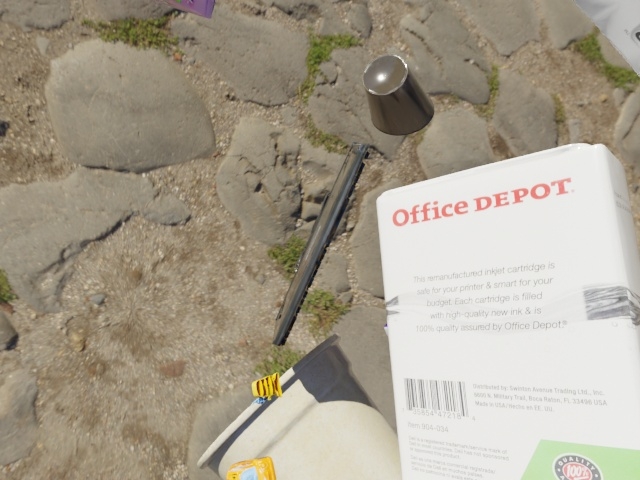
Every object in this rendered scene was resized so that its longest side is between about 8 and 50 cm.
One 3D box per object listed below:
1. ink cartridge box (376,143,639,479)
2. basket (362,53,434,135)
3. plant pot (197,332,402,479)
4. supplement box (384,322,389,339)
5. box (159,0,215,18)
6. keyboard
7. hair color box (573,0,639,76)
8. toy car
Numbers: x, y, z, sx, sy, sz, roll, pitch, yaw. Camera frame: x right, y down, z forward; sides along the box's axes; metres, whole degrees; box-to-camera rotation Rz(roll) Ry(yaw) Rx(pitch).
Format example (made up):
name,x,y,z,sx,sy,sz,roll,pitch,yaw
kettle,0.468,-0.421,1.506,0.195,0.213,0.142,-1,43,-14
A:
name,x,y,z,sx,sy,sz,roll,pitch,yaw
ink cartridge box,0.168,0.078,0.409,0.114,0.198,0.273,5,78,-48
basket,0.216,-0.430,1.383,0.204,0.227,0.154,5,79,24
plant pot,0.012,0.392,0.822,0.334,0.334,0.305,-38,75,-22
supplement box,0.246,0.176,1.009,0.220,0.114,0.111,-33,106,-48
box,-0.299,-0.440,0.682,0.213,0.243,0.117,23,108,15
keyboard,0.000,0.000,0.720,0.033,0.201,0.317,23,101,-7
hair color box,0.334,-0.196,0.198,0.113,0.374,0.185,-33,84,-27
toy car,-0.070,0.186,0.437,0.040,0.060,0.122,7,80,-47
